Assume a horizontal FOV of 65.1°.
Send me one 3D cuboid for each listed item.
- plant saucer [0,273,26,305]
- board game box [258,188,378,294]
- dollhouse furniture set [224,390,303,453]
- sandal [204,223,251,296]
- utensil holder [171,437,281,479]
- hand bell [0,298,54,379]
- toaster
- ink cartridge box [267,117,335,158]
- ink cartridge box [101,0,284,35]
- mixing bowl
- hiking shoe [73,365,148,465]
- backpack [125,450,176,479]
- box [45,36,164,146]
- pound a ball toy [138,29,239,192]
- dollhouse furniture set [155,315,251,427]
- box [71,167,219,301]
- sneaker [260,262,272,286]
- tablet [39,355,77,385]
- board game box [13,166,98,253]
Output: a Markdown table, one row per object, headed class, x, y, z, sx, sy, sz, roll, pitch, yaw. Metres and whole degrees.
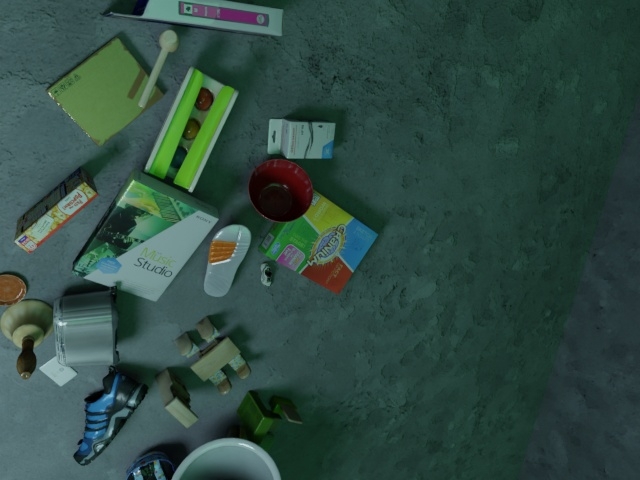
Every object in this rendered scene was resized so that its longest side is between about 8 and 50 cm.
| class | x | y | z | sx | sy | sz | roll | pitch | yaw |
| --- | --- | --- | --- | --- | --- | --- | --- | --- | --- |
| plant saucer | -0.762 | 0.119 | 1.217 | 0.083 | 0.013 | 0.084 | -11 | 116 | -24 |
| board game box | 0.000 | 0.000 | 1.559 | 0.316 | 0.064 | 0.242 | 31 | 93 | -35 |
| dollhouse furniture set | -0.209 | 0.685 | 1.676 | 0.197 | 0.151 | 0.302 | 27 | 96 | -34 |
| sandal | -0.276 | 0.045 | 1.428 | 0.101 | 0.076 | 0.265 | 16 | 123 | -18 |
| utensil holder | -0.280 | 0.845 | 1.539 | 0.327 | 0.328 | 0.386 | -18 | 140 | -22 |
| hand bell | -0.686 | 0.246 | 1.173 | 0.126 | 0.242 | 0.126 | -11 | 114 | -25 |
| toaster | -0.593 | 0.221 | 1.277 | 0.146 | 0.129 | 0.227 | -3 | 122 | -25 |
| ink cartridge box | -0.053 | -0.286 | 1.412 | 0.180 | 0.060 | 0.104 | -6 | 113 | -27 |
| ink cartridge box | -0.283 | -0.508 | 1.122 | 0.370 | 0.175 | 0.069 | -7 | 113 | -27 |
| mixing bowl | -0.118 | -0.125 | 1.402 | 0.181 | 0.098 | 0.182 | 3 | 76 | -14 |
| hiking shoe | -0.617 | 0.494 | 1.419 | 0.132 | 0.113 | 0.304 | 38 | 97 | -5 |
| backpack | -0.523 | 0.724 | 1.539 | 0.158 | 0.117 | 0.174 | -19 | 119 | -21 |
| box | -0.495 | -0.343 | 1.167 | 0.201 | 0.021 | 0.164 | -42 | 125 | -9 |
| pound a ball toy | -0.341 | -0.308 | 1.210 | 0.208 | 0.136 | 0.319 | 23 | 98 | -21 |
| dollhouse furniture set | -0.343 | 0.394 | 1.474 | 0.242 | 0.161 | 0.212 | -38 | 123 | -10 |
| box | -0.439 | 0.000 | 1.261 | 0.232 | 0.059 | 0.322 | 26 | 115 | -34 |
| sneaker | -0.164 | 0.111 | 1.532 | 0.031 | 0.037 | 0.083 | -20 | 120 | -22 |
| tablet | -0.705 | 0.352 | 1.350 | 0.054 | 0.006 | 0.083 | -37 | 124 | -11 |
| board game box | -0.603 | -0.074 | 1.144 | 0.193 | 0.146 | 0.045 | -43 | 124 | -6 |
